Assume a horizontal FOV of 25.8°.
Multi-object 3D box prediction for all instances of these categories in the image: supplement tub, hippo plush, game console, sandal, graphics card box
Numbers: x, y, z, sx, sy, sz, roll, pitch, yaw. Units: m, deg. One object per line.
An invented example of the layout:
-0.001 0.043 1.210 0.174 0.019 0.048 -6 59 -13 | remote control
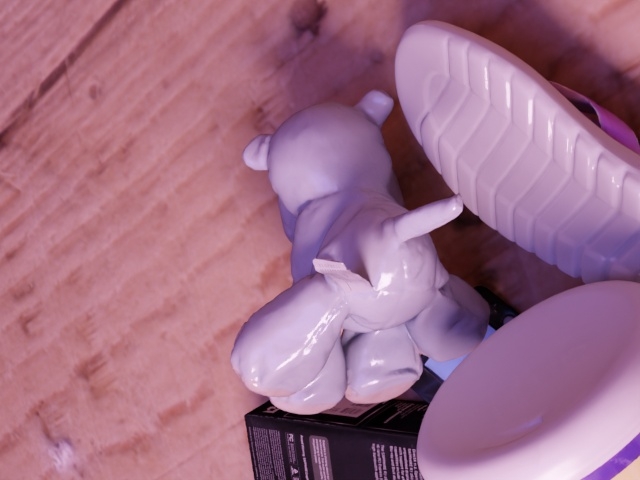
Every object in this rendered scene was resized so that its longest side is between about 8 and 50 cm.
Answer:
0.261 0.225 1.139 0.241 0.241 0.331 -24 111 39 | supplement tub
0.000 0.000 1.272 0.234 0.294 0.237 -26 58 0 | hippo plush
0.145 0.114 1.305 0.107 0.071 0.122 39 94 20 | game console
0.232 -0.054 1.199 0.416 0.102 0.169 40 142 24 | sandal
0.104 0.283 1.412 0.370 0.094 0.233 0 107 35 | graphics card box
